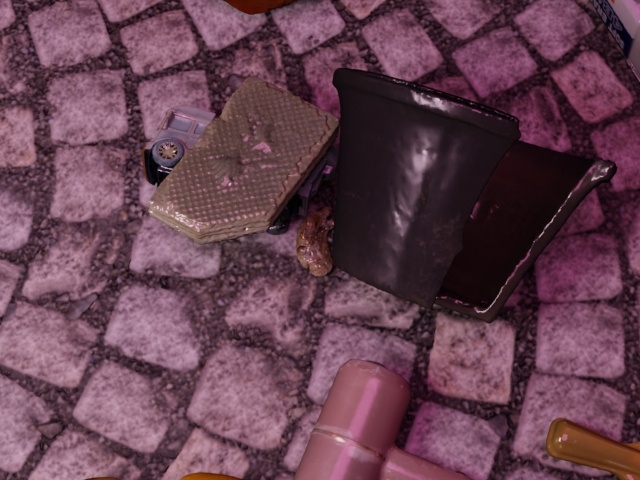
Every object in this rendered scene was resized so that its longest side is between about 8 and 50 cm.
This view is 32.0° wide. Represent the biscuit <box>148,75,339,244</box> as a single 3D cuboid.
[{"bbox_3d":[-0.098,-0.099,1.459,0.150,0.052,0.252,30,64,12],"label":"biscuit"}]

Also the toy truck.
[{"bbox_3d":[-0.109,-0.110,1.558,0.256,0.108,0.140,17,60,6],"label":"toy truck"}]

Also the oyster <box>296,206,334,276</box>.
[{"bbox_3d":[0.000,0.000,1.547,0.080,0.038,0.083,-36,72,-11],"label":"oyster"}]

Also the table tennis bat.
[{"bbox_3d":[0.444,0.299,1.423,0.320,0.050,0.198,18,72,5],"label":"table tennis bat"}]

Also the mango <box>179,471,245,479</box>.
[{"bbox_3d":[-0.095,0.389,1.379,0.154,0.126,0.252,-45,68,0],"label":"mango"}]

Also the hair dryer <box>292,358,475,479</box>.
[{"bbox_3d":[0.152,0.299,1.424,0.344,0.107,0.189,23,72,0],"label":"hair dryer"}]

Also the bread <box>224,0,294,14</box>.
[{"bbox_3d":[-0.053,-0.501,1.676,0.327,0.114,0.295,-24,73,-4],"label":"bread"}]

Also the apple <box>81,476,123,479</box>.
[{"bbox_3d":[-0.279,0.365,1.391,0.146,0.146,0.147,-1,72,2],"label":"apple"}]

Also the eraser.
[{"bbox_3d":[0.443,-0.362,1.600,0.086,0.130,0.287,-26,73,-4],"label":"eraser"}]

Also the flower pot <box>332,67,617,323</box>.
[{"bbox_3d":[0.152,-0.050,1.437,0.379,0.379,0.251,20,96,9],"label":"flower pot"}]
